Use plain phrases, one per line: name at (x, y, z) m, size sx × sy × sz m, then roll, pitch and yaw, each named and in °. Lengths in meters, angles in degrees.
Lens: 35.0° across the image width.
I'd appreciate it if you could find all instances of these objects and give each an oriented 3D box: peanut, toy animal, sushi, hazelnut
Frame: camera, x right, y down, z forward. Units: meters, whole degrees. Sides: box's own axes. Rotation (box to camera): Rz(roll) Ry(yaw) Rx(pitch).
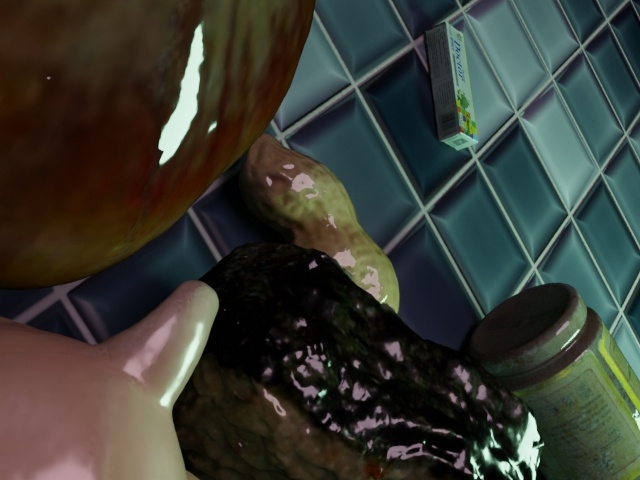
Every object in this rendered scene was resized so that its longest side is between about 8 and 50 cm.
peanut at (-0.001, 0.000, 0.953) m, size 0.104 × 0.086 × 0.227 m, roll -35°, pitch 99°, yaw -48°
toy animal at (-0.145, 0.171, 0.553) m, size 0.326 × 0.269 × 0.237 m, roll 36°, pitch 43°, yaw -39°
sushi at (0.021, 0.158, 0.814) m, size 0.350 × 0.211 × 0.170 m, roll 42°, pitch 49°, yaw -21°
hazelnut at (-0.174, -0.160, 0.644) m, size 0.359 × 0.359 × 0.409 m, roll 54°, pitch 49°, yaw -17°

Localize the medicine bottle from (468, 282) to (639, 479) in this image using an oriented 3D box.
medicine bottle at (0.308, 0.213, 1.162) m, size 0.322 × 0.151 × 0.151 m, roll 56°, pitch 40°, yaw -15°

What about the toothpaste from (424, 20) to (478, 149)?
toothpaste at (0.164, -0.195, 1.284) m, size 0.046 × 0.034 × 0.164 m, roll 21°, pitch 57°, yaw -47°
